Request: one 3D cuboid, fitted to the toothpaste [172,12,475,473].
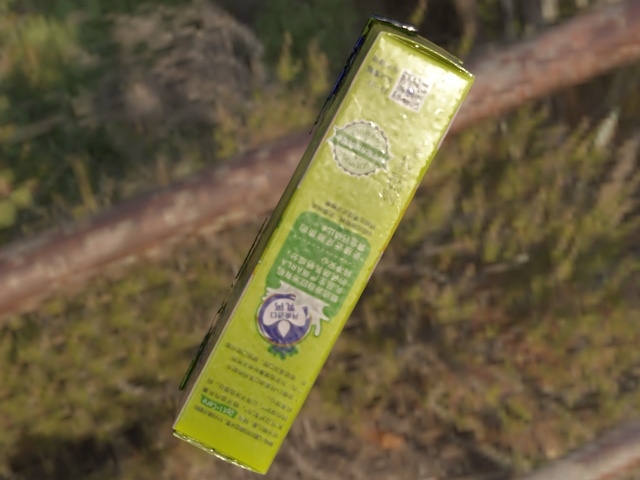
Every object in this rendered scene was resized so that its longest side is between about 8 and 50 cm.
[{"bbox_3d":[0.000,0.000,1.324,0.077,0.327,0.110,26,9,-8],"label":"toothpaste"}]
